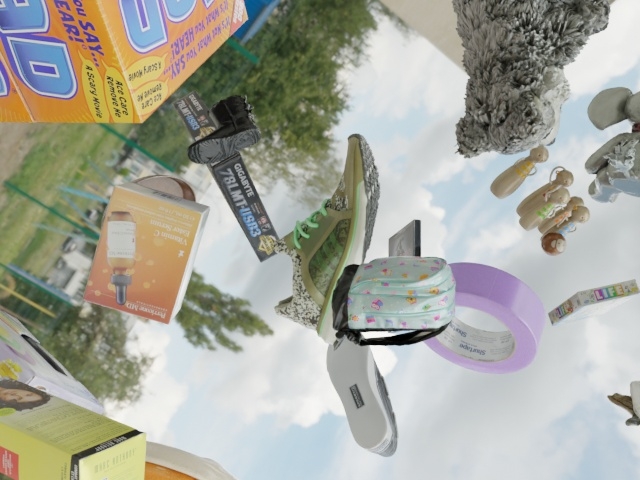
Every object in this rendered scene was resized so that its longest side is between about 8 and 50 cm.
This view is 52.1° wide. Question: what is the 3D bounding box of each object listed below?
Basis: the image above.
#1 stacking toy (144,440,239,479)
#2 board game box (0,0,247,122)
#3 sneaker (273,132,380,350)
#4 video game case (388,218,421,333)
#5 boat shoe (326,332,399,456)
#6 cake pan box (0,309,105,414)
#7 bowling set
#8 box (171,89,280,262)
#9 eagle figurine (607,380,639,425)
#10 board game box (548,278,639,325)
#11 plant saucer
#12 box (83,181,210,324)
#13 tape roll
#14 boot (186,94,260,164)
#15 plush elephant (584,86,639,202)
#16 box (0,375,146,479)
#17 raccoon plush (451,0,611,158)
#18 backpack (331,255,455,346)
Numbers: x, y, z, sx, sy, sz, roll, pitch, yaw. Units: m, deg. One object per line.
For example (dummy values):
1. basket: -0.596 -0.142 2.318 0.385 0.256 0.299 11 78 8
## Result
1. stacking toy: -0.317 0.597 1.044 0.350 0.350 0.480 -39 -155 43
2. board game box: -0.367 -0.408 0.920 0.356 0.357 0.356 4 -140 20
3. sneaker: 0.000 0.000 1.215 0.158 0.182 0.410 -51 152 -73
4. video game case: 0.224 0.101 1.759 0.196 0.026 0.274 134 -40 -69
5. boat shoe: 0.098 0.325 1.427 0.108 0.102 0.301 -32 -132 11
6. cake pan box: -0.464 0.179 0.981 0.070 0.245 0.267 -46 159 -15
7. bowling set: 0.542 -0.065 1.487 0.154 0.287 0.200 -44 -138 21
8. box: -0.202 -0.142 1.452 0.073 0.295 0.293 -28 -135 -5
9. eagle figurine: 0.580 0.175 0.984 0.298 0.226 0.225 -56 -161 17
10. board game box: 0.478 0.112 1.155 0.154 0.103 0.026 91 -14 -70
11. plant saucer: -0.292 -0.049 1.105 0.168 0.168 0.029 -50 -122 17
12. box: -0.248 0.016 0.950 0.091 0.130 0.170 -110 -143 -81
13. tape roll: 0.342 0.173 1.430 0.275 0.275 0.090 -34 -161 51
14. boot: -0.153 -0.173 1.001 0.121 0.045 0.099 -22 -131 -4
15. plush elephant: 0.747 -0.229 1.482 0.272 0.330 0.255 17 -99 40
16. box: -0.296 0.205 0.684 0.087 0.232 0.058 -8 106 -60
17. raccoon plush: 0.233 -0.332 1.026 0.299 0.446 0.216 -53 -177 -25
18. backpack: 0.116 0.086 1.008 0.182 0.115 0.152 -1 -154 16
